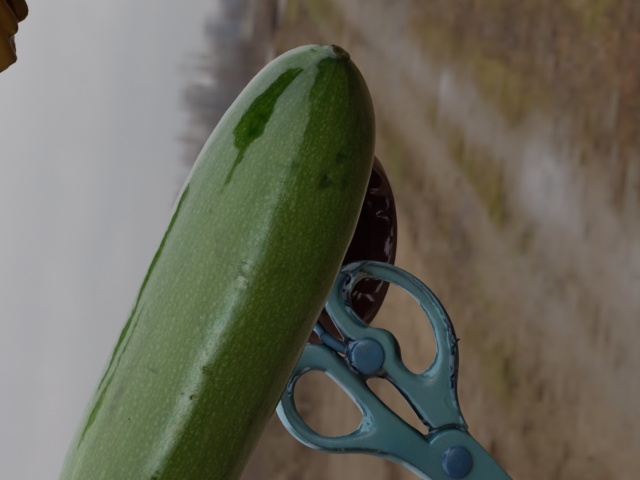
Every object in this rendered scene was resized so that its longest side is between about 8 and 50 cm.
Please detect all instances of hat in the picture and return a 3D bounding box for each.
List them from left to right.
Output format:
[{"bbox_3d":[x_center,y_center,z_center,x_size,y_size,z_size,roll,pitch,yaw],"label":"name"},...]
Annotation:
[{"bbox_3d":[0.000,0.000,1.809,0.205,0.089,0.205,-24,-62,-59],"label":"hat"}]

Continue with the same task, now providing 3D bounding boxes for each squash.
[{"bbox_3d":[-0.068,0.065,1.141,0.107,0.107,0.395,-98,31,-77],"label":"squash"}]

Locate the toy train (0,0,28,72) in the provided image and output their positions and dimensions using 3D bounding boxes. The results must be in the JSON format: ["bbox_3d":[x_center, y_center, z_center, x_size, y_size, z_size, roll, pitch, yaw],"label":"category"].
[{"bbox_3d":[-0.224,-0.264,0.989,0.369,0.232,0.163,64,180,-22],"label":"toy train"}]

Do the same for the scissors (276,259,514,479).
[{"bbox_3d":[0.116,0.186,1.736,0.180,0.393,0.032,-48,10,-15],"label":"scissors"}]
